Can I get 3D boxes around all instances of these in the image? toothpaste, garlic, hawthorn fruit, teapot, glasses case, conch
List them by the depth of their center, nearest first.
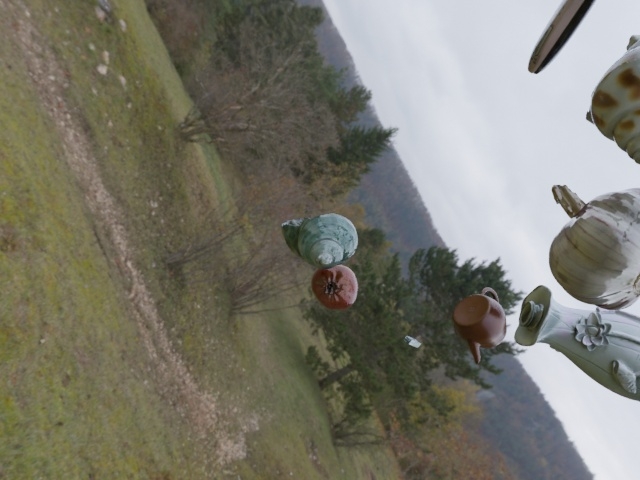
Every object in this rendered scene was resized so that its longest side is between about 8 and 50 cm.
[{"bbox_3d":[0.579,-0.259,0.764,0.148,0.275,0.183,30,-17,24],"label":"conch"},{"bbox_3d":[0.531,-0.017,0.811,0.245,0.245,0.253,55,6,-48],"label":"garlic"},{"bbox_3d":[0.354,0.180,0.915,0.173,0.116,0.116,-56,131,-31],"label":"teapot"},{"bbox_3d":[0.252,0.277,1.155,0.020,0.017,0.083,39,3,36],"label":"toothpaste"},{"bbox_3d":[0.707,-0.634,1.216,0.075,0.314,0.122,28,40,4],"label":"glasses case"},{"bbox_3d":[0.000,0.000,1.225,0.220,0.196,0.277,17,24,-16],"label":"conch"},{"bbox_3d":[0.047,0.157,1.469,0.165,0.165,0.285,63,-4,3],"label":"hawthorn fruit"}]

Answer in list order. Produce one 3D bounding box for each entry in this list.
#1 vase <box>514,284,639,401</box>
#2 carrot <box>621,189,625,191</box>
[{"bbox_3d":[0.797,0.295,1.210,0.445,0.250,0.250,22,5,5],"label":"vase"},{"bbox_3d":[0.806,0.021,0.964,0.342,0.070,0.070,62,6,24],"label":"carrot"}]
